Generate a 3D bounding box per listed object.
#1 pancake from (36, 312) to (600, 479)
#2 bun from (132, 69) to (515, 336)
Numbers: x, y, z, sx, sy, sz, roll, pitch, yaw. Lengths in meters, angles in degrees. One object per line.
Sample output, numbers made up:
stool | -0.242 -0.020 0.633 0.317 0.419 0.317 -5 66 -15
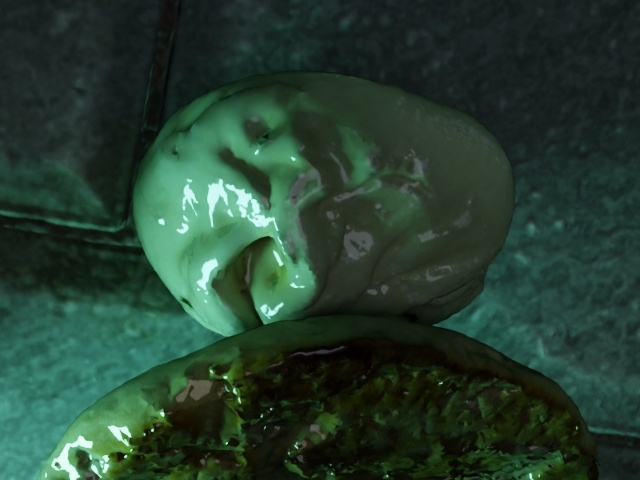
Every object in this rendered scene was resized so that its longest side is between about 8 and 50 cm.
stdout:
pancake | -0.005 0.158 0.594 0.356 0.065 0.356 -10 140 -8
bun | 0.000 0.000 0.559 0.231 0.231 0.133 8 68 -11
